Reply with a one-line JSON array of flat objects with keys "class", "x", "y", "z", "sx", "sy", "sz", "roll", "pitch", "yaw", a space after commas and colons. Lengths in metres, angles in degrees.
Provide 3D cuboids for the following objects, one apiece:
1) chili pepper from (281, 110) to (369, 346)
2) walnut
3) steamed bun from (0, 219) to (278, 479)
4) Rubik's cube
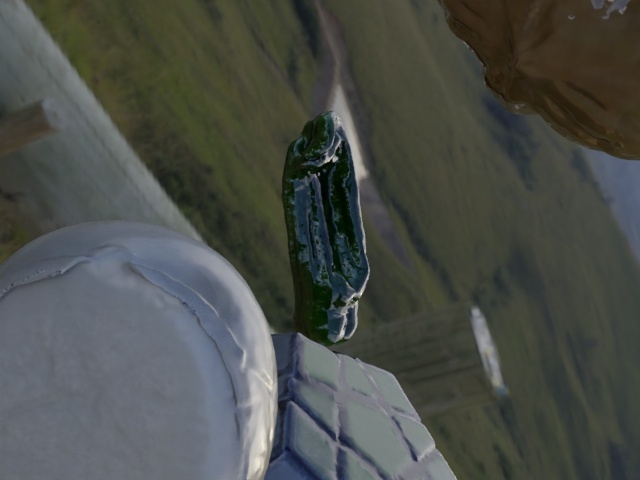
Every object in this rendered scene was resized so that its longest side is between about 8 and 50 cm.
[{"class": "chili pepper", "x": 0.002, "y": 0.001, "z": 1.027, "sx": 0.100, "sy": 0.074, "sz": 0.256, "roll": -25, "pitch": 115, "yaw": -54}, {"class": "walnut", "x": 0.179, "y": -0.159, "z": 0.575, "sx": 0.261, "sy": 0.225, "sz": 0.224, "roll": -39, "pitch": 119, "yaw": -29}, {"class": "steamed bun", "x": -0.112, "y": 0.097, "z": 0.601, "sx": 0.130, "sy": 0.177, "sz": 0.228, "roll": -69, "pitch": 165, "yaw": -74}, {"class": "Rubik's cube", "x": -0.049, "y": 0.221, "z": 0.805, "sx": 0.319, "sy": 0.319, "sz": 0.264, "roll": 51, "pitch": 39, "yaw": -56}]
